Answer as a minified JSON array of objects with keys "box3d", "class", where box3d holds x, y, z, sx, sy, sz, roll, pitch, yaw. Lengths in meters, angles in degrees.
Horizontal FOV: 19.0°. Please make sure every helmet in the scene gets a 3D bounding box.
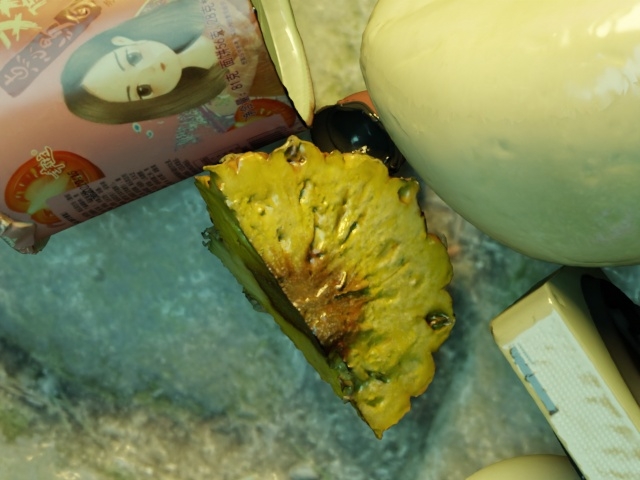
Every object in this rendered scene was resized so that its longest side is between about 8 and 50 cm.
[{"box3d":[0.038,-0.085,1.413,0.084,0.049,0.065,9,132,39],"class":"helmet"}]

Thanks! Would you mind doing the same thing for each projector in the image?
[{"box3d":[0.226,0.130,1.277,0.079,0.259,0.257,-34,87,14],"class":"projector"}]

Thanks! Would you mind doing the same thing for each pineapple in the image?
[{"box3d":[0.003,0.005,1.406,0.140,0.164,0.250,-40,108,-14],"class":"pineapple"}]

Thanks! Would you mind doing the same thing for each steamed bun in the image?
[{"box3d":[0.202,-0.110,1.232,0.334,0.312,0.233,3,135,47],"class":"steamed bun"}]

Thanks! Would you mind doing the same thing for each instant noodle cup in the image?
[{"box3d":[-0.141,-0.136,1.365,0.231,0.243,0.243,-17,91,9],"class":"instant noodle cup"}]

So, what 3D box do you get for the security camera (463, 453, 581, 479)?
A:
[{"box3d":[0.141,0.263,1.348,0.194,0.194,0.236,22,98,11],"class":"security camera"}]
